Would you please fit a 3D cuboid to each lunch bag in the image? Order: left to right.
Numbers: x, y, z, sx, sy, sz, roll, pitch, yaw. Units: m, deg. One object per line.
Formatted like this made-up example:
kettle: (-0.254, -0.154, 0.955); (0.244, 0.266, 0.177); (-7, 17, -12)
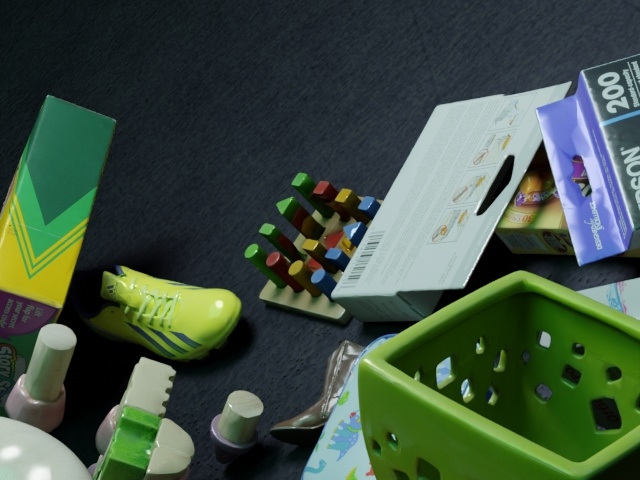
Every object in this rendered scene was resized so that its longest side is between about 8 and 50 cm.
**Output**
lunch bag: (0.087, 0.200, 1.660); (0.176, 0.090, 0.219); (-4, 52, 47)

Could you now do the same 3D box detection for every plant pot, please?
plant pot: (0.175, 0.184, 1.397); (0.228, 0.207, 0.227); (27, 37, 35)

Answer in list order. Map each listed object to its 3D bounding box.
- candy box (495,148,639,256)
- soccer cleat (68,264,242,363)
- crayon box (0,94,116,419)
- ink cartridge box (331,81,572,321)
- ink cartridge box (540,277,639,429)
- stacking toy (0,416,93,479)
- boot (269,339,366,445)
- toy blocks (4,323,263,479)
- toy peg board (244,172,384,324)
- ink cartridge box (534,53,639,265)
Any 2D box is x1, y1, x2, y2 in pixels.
candy box: (0.276, -0.040, 1.742); (0.187, 0.053, 0.109); (1, 54, 49)
soccer cleat: (-0.211, 0.082, 2.081); (0.289, 0.121, 0.093); (2, 57, 49)
crayon box: (-0.383, 0.051, 2.166); (0.363, 0.106, 0.313); (121, 165, -47)
ink cartridge box: (0.155, -0.039, 1.838); (0.239, 0.060, 0.275); (-4, 51, 55)
ink cartridge box: (0.300, 0.096, 1.502); (0.175, 0.127, 0.072); (-14, 44, 38)
stacking toy: (-0.340, 0.433, 1.569); (0.350, 0.480, 0.350); (-5, 31, 3)
boot: (0.002, 0.163, 1.839); (0.106, 0.037, 0.114); (-8, 51, 26)
toy blocks: (-0.219, 0.303, 1.819); (0.288, 0.309, 0.260); (-80, 11, -54)
toy peg board: (0.000, 0.000, 1.977); (0.160, 0.079, 0.161); (12, 64, 52)
ink cartridge box: (0.326, -0.093, 1.659); (0.208, 0.045, 0.206); (-18, 54, 9)
